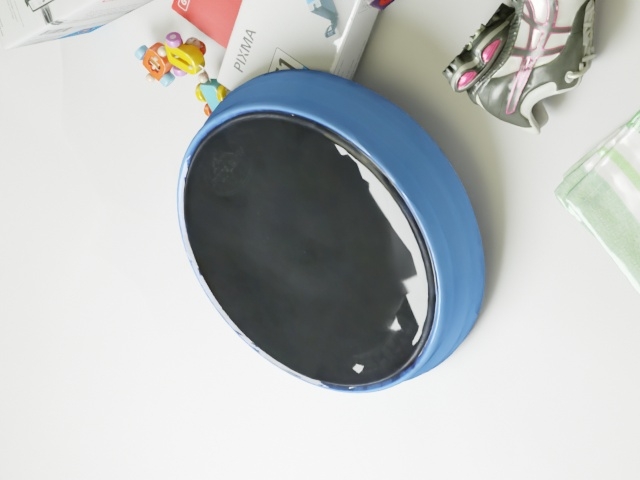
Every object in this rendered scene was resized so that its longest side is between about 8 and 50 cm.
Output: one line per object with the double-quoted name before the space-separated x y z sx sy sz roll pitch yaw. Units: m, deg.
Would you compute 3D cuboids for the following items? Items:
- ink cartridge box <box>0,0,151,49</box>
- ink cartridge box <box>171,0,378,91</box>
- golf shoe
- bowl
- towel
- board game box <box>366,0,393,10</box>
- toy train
"ink cartridge box" -0.284 -0.309 2.092 0.203 0.148 0.086 -19 90 42
"ink cartridge box" -0.055 -0.298 1.924 0.261 0.066 0.296 37 130 18
"golf shoe" 0.239 -0.222 1.719 0.120 0.105 0.273 41 135 3
"bowl" 0.000 0.000 1.952 0.391 0.077 0.391 20 128 28
"towel" 0.396 -0.056 1.667 0.248 0.038 0.325 52 131 13
"board game box" 0.130 -0.408 1.662 0.347 0.056 0.208 -37 75 14
"toy train" -0.150 -0.196 2.090 0.166 0.046 0.125 45 154 8
